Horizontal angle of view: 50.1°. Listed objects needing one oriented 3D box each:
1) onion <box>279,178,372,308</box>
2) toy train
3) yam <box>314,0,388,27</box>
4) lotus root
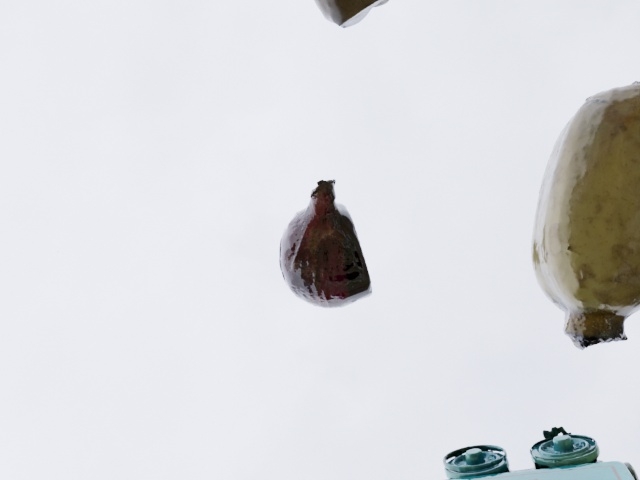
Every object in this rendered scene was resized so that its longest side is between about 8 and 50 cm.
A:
[{"bbox_3d":[0.000,0.000,1.101,0.139,0.195,0.218,-10,-53,4],"label":"onion"},{"bbox_3d":[0.193,0.254,0.623,0.203,0.163,0.112,-14,-92,12],"label":"toy train"},{"bbox_3d":[-0.058,-0.267,0.373,0.045,0.045,0.327,-37,-82,-50],"label":"yam"},{"bbox_3d":[0.292,-0.029,0.694,0.160,0.146,0.284,30,-111,-63],"label":"lotus root"}]
